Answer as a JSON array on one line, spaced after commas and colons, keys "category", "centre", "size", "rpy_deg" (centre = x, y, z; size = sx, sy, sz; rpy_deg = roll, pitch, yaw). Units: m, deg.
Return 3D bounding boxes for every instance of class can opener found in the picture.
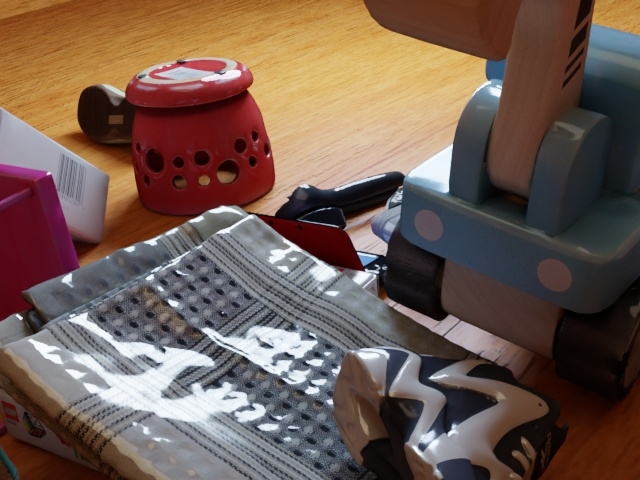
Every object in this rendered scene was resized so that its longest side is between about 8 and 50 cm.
[{"category": "can opener", "centre": [0.026, -0.045, 1.127], "size": [0.186, 0.073, 0.059], "rpy_deg": [-21, -11, -35]}]

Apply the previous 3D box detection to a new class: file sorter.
[{"category": "file sorter", "centre": [-0.380, 0.048, 0.845], "size": [0.290, 0.202, 0.182], "rpy_deg": [10, 33, 33]}]

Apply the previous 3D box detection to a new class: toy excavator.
[{"category": "toy excavator", "centre": [0.169, -0.098, 0.686], "size": [0.222, 0.445, 0.433], "rpy_deg": [24, 38, 32]}]

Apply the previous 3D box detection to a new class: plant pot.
[{"category": "plant pot", "centre": [-0.162, -0.147, 1.244], "size": [0.191, 0.174, 0.191], "rpy_deg": [-4, 23, 2]}]

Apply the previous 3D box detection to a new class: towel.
[{"category": "towel", "centre": [-0.056, 0.090, 0.719], "size": [0.324, 0.056, 0.312], "rpy_deg": [31, 39, 24]}]

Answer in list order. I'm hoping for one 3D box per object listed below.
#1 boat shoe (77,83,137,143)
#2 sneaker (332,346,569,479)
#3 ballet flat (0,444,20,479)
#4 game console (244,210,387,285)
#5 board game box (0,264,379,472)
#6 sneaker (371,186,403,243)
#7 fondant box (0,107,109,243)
[{"category": "boat shoe", "centre": [-0.307, -0.197, 1.512], "size": [0.095, 0.095, 0.257], "rpy_deg": [4, 12, -40]}, {"category": "sneaker", "centre": [0.117, 0.158, 0.595], "size": [0.153, 0.094, 0.235], "rpy_deg": [-3, 33, -24]}, {"category": "ballet flat", "centre": [-0.378, 0.185, 0.654], "size": [0.316, 0.106, 0.107], "rpy_deg": [-13, 25, -13]}, {"category": "game console", "centre": [0.000, 0.000, 0.968], "size": [0.144, 0.085, 0.124], "rpy_deg": [11, 23, 33]}, {"category": "board game box", "centre": [-0.104, 0.098, 0.833], "size": [0.193, 0.053, 0.305], "rpy_deg": [11, 30, 32]}, {"category": "sneaker", "centre": [0.158, -0.043, 1.041], "size": [0.228, 0.086, 0.132], "rpy_deg": [-15, 19, -23]}, {"category": "fondant box", "centre": [-0.455, -0.070, 1.096], "size": [0.330, 0.096, 0.238], "rpy_deg": [0, -14, 16]}]
